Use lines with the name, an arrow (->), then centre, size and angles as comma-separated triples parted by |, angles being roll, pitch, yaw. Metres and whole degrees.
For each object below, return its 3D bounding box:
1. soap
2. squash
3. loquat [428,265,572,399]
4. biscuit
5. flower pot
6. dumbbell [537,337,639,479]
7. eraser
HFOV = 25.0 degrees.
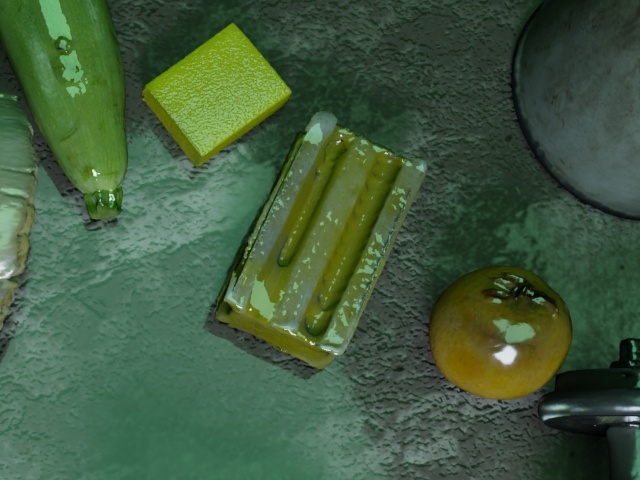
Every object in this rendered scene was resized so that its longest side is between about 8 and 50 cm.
soap -> 0.000, -0.001, 1.450 | 0.135, 0.076, 0.233 | 26, 71, -5
squash -> -0.259, -0.203, 1.423 | 0.118, 0.118, 0.370 | -15, 82, -16
loquat -> 0.180, 0.092, 1.436 | 0.141, 0.141, 0.141 | 3, 75, -12
biscuit -> -0.317, -0.004, 1.338 | 0.084, 0.179, 0.281 | 15, 79, -33
flower pot -> 0.385, -0.195, 1.455 | 0.294, 0.330, 0.293 | 3, 77, -13
dumbbell -> 0.304, 0.238, 1.398 | 0.192, 0.192, 0.290 | 7, 74, -11
eraser -> -0.107, -0.149, 1.480 | 0.122, 0.045, 0.097 | -39, 87, -17
